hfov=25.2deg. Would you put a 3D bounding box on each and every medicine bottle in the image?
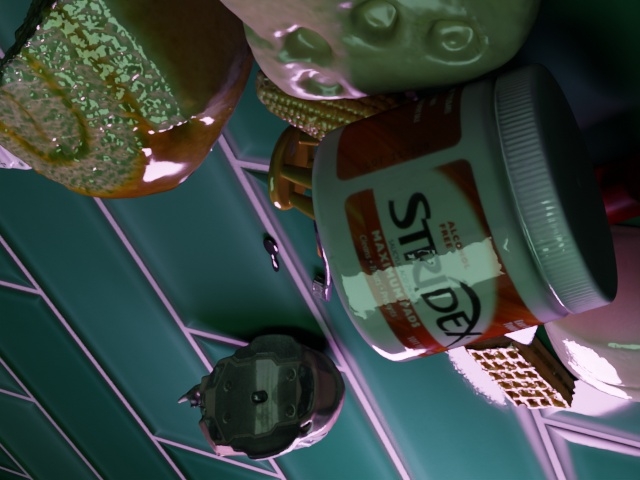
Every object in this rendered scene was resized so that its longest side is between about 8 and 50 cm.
[{"bbox_3d":[0.145,-0.025,1.438,0.240,0.252,0.252,-18,131,20],"label":"medicine bottle"}]

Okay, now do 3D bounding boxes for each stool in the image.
[{"bbox_3d":[0.007,-0.081,1.747,0.110,0.134,0.135,16,-166,22],"label":"stool"}]

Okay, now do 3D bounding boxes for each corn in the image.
[{"bbox_3d":[0.073,-0.126,1.626,0.319,0.097,0.097,25,152,14],"label":"corn"}]

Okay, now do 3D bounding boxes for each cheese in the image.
[{"bbox_3d":[0.036,-0.282,1.378,0.328,0.130,0.351,2,141,34],"label":"cheese"}]

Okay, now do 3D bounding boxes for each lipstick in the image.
[{"bbox_3d":[0.269,-0.033,1.614,0.073,0.073,0.279,41,150,-19],"label":"lipstick"}]

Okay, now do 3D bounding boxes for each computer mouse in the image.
[{"bbox_3d":[-0.089,0.265,2.326,0.115,0.200,0.389,20,158,-40],"label":"computer mouse"}]

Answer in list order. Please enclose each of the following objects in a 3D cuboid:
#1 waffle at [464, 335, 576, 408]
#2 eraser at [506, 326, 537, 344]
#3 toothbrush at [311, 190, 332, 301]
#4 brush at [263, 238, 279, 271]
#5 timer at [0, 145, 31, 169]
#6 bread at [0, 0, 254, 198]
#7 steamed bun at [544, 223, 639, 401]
[{"bbox_3d":[0.277,0.174,1.971,0.102,0.042,0.148,-8,134,48],"label":"waffle"},{"bbox_3d":[0.185,0.065,1.886,0.225,0.036,0.082,24,151,12],"label":"eraser"},{"bbox_3d":[0.003,0.001,1.973,0.031,0.023,0.321,21,151,12],"label":"toothbrush"},{"bbox_3d":[-0.069,0.022,2.088,0.024,0.008,0.083,18,150,20],"label":"brush"},{"bbox_3d":[-0.543,-0.181,2.140,0.253,0.078,0.178,7,145,36],"label":"timer"},{"bbox_3d":[-0.205,-0.211,1.614,0.264,0.239,0.395,34,151,-16],"label":"bread"},{"bbox_3d":[0.359,0.087,1.624,0.241,0.164,0.146,9,146,33],"label":"steamed bun"}]
